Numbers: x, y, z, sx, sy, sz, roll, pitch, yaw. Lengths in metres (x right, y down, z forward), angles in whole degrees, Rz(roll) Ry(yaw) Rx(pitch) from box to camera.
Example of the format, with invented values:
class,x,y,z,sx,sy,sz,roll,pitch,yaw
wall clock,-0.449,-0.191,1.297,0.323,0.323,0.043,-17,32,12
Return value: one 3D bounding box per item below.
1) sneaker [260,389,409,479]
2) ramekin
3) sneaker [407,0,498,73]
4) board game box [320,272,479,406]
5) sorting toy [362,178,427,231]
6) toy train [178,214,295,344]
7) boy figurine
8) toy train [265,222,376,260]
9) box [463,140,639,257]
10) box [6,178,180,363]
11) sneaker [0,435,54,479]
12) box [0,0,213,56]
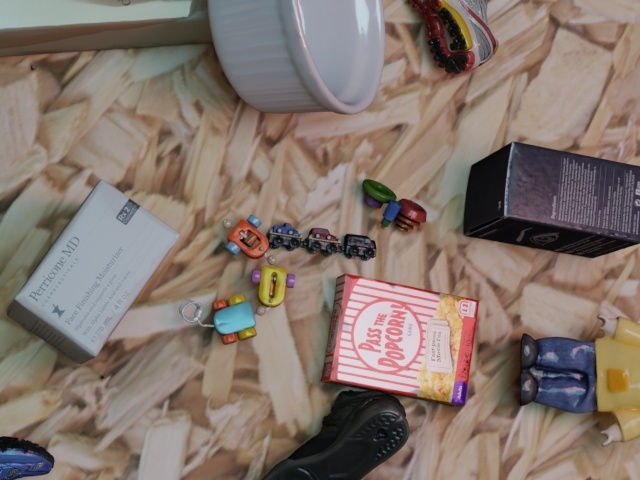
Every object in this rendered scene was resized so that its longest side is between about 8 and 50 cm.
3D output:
class,x,y,z,sx,sy,sz,roll,pitch,yaw
sneaker,0.017,0.273,1.737,0.227,0.130,0.087,-40,99,10
ramekin,-0.031,-0.291,1.711,0.135,0.277,0.277,-6,81,25
sneaker,0.179,-0.344,1.882,0.093,0.088,0.225,-18,86,-38
board game box,0.108,0.135,1.796,0.194,0.045,0.146,11,79,-13
sorting toy,0.095,-0.041,1.822,0.102,0.061,0.042,28,109,-3
toy train,-0.106,0.056,1.752,0.125,0.046,0.166,34,76,2
boy figurine,0.410,0.191,1.802,0.285,0.092,0.177,5,85,9
toy train,0.000,0.000,1.797,0.158,0.027,0.036,7,76,-15
box,0.320,-0.052,1.828,0.207,0.153,0.108,11,79,-15
box,-0.281,0.042,1.631,0.119,0.182,0.181,36,74,-8
sneaker,-0.431,0.291,1.614,0.221,0.083,0.087,-9,97,-11
box,-0.281,-0.327,1.720,0.311,0.121,0.147,-8,84,-16
